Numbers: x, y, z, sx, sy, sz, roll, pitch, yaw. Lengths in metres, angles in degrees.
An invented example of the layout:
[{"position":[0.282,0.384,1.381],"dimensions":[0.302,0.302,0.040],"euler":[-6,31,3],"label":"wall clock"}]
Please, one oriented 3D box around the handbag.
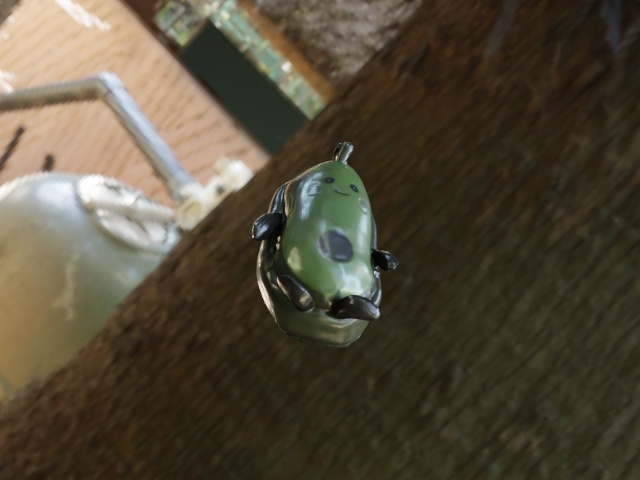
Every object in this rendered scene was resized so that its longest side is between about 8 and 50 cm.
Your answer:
[{"position":[0.000,0.000,0.595],"dimensions":[0.072,0.047,0.111],"euler":[15,46,-11],"label":"handbag"}]
